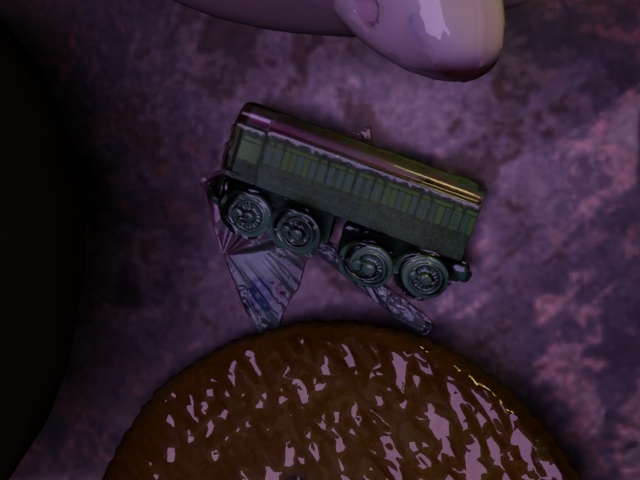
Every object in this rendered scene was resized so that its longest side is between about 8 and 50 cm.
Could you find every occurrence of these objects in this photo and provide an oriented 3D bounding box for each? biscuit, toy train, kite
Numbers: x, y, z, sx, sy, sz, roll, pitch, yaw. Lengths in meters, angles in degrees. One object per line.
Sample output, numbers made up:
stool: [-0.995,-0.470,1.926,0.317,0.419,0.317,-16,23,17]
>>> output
biscuit: [0.007,0.192,0.695,0.305,0.038,0.305,-1,86,20]
toy train: [0.014,-0.018,0.679,0.147,0.038,0.071,21,103,6]
kite: [0.000,0.000,0.708,0.152,0.005,0.137,27,105,5]

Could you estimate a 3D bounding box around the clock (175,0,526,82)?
clock: [-0.012,-0.266,0.485,0.250,0.368,0.377,-4,108,-24]

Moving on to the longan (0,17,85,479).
longan: [-0.317,0.019,0.618,0.404,0.336,0.405,-4,63,8]
